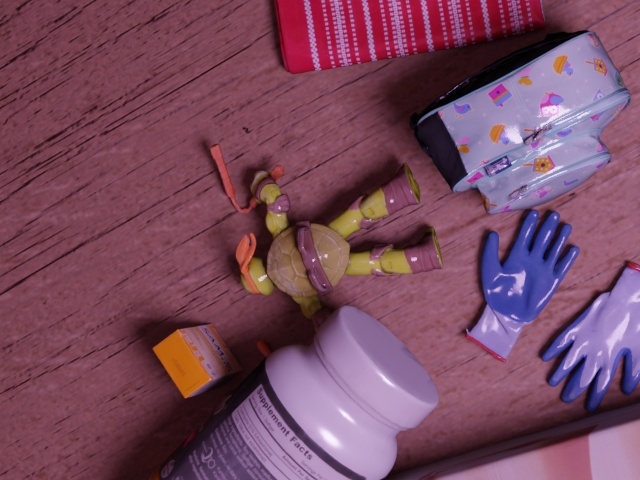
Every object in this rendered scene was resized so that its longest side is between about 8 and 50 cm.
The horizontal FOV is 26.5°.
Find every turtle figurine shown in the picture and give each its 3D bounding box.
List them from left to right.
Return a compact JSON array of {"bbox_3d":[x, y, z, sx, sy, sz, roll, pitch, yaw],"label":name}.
[{"bbox_3d":[0.000,0.000,1.361,0.217,0.087,0.269,-21,83,11],"label":"turtle figurine"}]

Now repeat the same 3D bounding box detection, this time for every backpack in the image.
[{"bbox_3d":[0.202,-0.110,1.279,0.188,0.166,0.144,-36,82,12],"label":"backpack"}]

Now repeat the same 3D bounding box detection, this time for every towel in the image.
[{"bbox_3d":[0.079,-0.286,1.386,0.275,0.031,0.198,-9,86,12],"label":"towel"}]

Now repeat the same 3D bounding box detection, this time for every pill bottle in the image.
[{"bbox_3d":[-0.028,0.203,1.309,0.278,0.162,0.162,-46,79,13],"label":"pill bottle"}]

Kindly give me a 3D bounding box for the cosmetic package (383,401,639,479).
[{"bbox_3d":[0.212,0.261,1.279,0.296,0.129,0.153,-20,86,12],"label":"cosmetic package"}]

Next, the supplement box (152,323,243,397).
[{"bbox_3d":[-0.123,0.121,1.378,0.036,0.098,0.062,-37,81,13],"label":"supplement box"}]

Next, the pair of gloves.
[{"bbox_3d":[0.238,0.066,1.338,0.198,0.023,0.159,30,93,12],"label":"pair of gloves"}]
